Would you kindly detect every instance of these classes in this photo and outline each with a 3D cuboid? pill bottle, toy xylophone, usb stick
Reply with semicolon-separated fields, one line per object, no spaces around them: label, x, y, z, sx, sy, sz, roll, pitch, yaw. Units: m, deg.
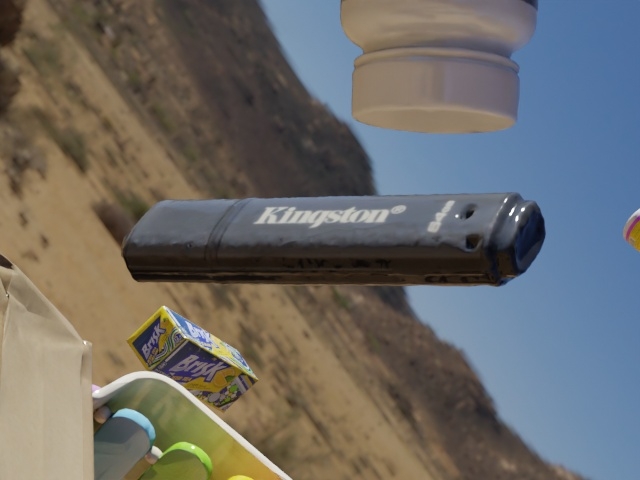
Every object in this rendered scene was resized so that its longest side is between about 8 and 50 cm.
pill bottle;0.124;-0.300;1.465;0.204;0.204;0.361;79;14;-86
toy xylophone;-0.097;0.252;1.154;0.323;0.236;0.081;34;32;1
pill bottle;0.336;0.006;1.374;0.083;0.043;0.043;45;-7;33
usb stick;0.000;0.000;0.886;0.077;0.278;0.045;-45;128;-51

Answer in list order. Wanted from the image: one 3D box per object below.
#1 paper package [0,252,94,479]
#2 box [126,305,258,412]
paper package;-0.325;0.207;0.969;0.168;0.325;0.309;50;23;-46
box;-0.139;0.133;1.563;0.054;0.059;0.169;50;5;32
